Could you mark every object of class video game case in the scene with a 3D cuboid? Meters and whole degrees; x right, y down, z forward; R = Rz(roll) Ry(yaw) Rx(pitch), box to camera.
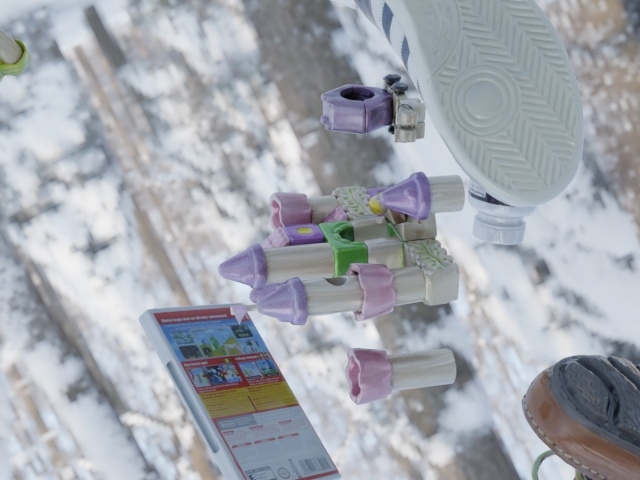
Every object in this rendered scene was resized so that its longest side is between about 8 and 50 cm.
[{"bbox_3d":[-0.103,0.207,2.060,0.025,0.285,0.204,-41,158,28],"label":"video game case"}]

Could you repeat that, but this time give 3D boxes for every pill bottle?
[{"bbox_3d":[0.279,-0.097,2.366,0.108,0.193,0.108,5,-163,-2],"label":"pill bottle"}]

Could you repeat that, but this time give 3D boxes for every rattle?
[{"bbox_3d":[-0.466,-0.233,1.914,0.143,0.200,0.130,-54,-156,4],"label":"rattle"}]

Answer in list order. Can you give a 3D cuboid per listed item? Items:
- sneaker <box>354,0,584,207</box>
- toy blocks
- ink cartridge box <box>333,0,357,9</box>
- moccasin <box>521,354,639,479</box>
[{"bbox_3d":[0.116,-0.185,1.386,0.131,0.350,0.148,-27,175,-3],"label":"sneaker"},{"bbox_3d":[0.000,0.000,1.837,0.260,0.309,0.288,-5,-154,-14],"label":"toy blocks"},{"bbox_3d":[0.017,-0.323,1.736,0.143,0.092,0.090,-74,-176,-65],"label":"ink cartridge box"},{"bbox_3d":[0.265,0.203,1.284,0.147,0.139,0.380,-37,144,16],"label":"moccasin"}]
